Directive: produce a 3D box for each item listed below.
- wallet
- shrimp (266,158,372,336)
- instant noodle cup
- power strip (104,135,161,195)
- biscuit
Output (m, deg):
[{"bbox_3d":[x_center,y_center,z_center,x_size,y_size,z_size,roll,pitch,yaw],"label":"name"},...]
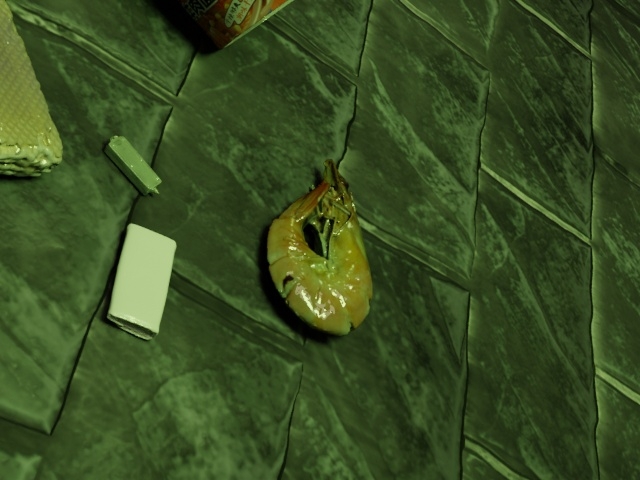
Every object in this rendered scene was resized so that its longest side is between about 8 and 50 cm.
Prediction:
[{"bbox_3d":[-0.192,0.043,1.156,0.061,0.025,0.122,29,47,-27],"label":"wallet"},{"bbox_3d":[0.000,-0.001,1.339,0.145,0.061,0.267,21,52,-19],"label":"shrimp"},{"bbox_3d":[-0.104,-0.379,1.377,0.192,0.250,0.250,54,41,-10],"label":"instant noodle cup"},{"bbox_3d":[-0.213,-0.084,1.230,0.083,0.017,0.027,50,42,-3],"label":"power strip"},{"bbox_3d":[-0.353,-0.177,1.126,0.108,0.061,0.239,1,62,-59],"label":"biscuit"}]
